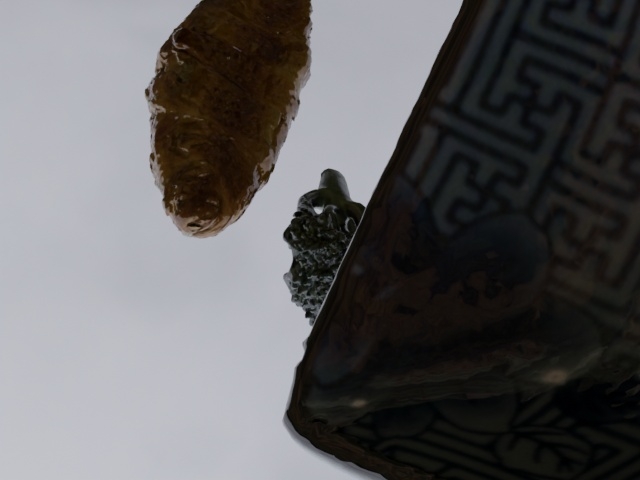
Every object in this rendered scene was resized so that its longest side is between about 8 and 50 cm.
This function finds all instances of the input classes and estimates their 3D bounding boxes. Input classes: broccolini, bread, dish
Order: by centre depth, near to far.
[{"bbox_3d":[0.115,0.001,0.360,0.080,0.182,0.243,29,174,-34],"label":"dish"},{"bbox_3d":[-0.070,-0.095,1.241,0.105,0.076,0.233,26,-122,-15],"label":"bread"},{"bbox_3d":[0.014,-0.014,1.245,0.091,0.068,0.203,42,-155,-19],"label":"broccolini"}]
